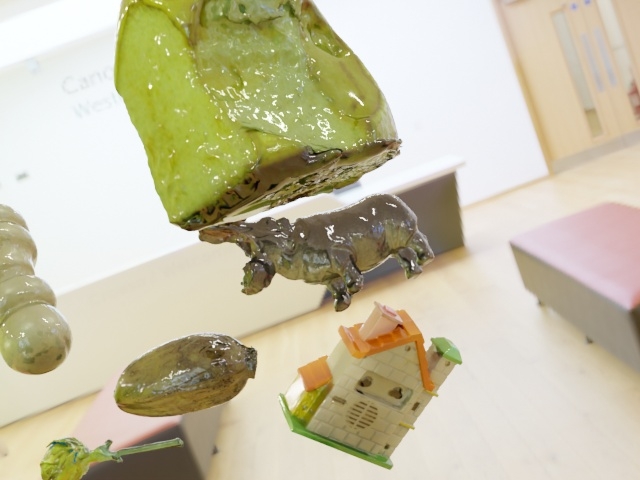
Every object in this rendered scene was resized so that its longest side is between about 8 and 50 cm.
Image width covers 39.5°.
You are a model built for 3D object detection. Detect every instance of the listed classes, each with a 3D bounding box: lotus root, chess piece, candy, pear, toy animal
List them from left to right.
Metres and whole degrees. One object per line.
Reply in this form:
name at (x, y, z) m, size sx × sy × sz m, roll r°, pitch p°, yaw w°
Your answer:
chess piece at (-0.564, 0.105, 1.631) m, size 0.182 × 0.330 × 0.182 m, roll -27°, pitch -32°, yaw -19°
candy at (-0.333, 0.337, 1.413) m, size 0.262 × 0.077 × 0.073 m, roll -14°, pitch -27°, yaw 21°
lotus root at (-0.156, 0.155, 1.032) m, size 0.179 × 0.089 × 0.080 m, roll -15°, pitch 44°, yaw 7°
pear at (-0.053, -0.157, 0.817) m, size 0.238 × 0.255 × 0.164 m, roll -16°, pitch -10°, yaw -46°
toy animal at (-0.001, 0.015, 1.306) m, size 0.343 × 0.168 × 0.106 m, roll -6°, pitch -25°, yaw -22°

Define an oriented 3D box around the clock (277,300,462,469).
clock at (0.091, 0.239, 1.541) m, size 0.255 × 0.220 × 0.106 m, roll -56°, pitch 26°, yaw 12°
